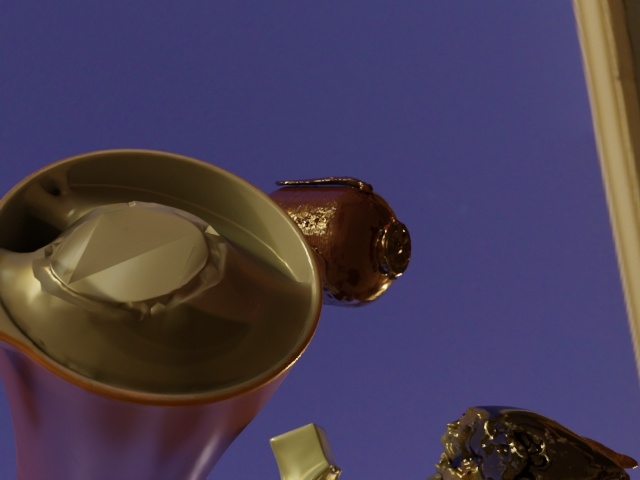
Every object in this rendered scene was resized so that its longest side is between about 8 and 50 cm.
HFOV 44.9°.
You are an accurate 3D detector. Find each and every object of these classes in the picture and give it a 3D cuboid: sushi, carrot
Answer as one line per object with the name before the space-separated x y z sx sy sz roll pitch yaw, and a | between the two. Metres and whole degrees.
sushi | 0.229 0.295 0.807 0.204 0.200 0.213 14 -63 -23
carrot | 0.418 0.326 1.213 0.165 0.035 0.035 17 -98 -1

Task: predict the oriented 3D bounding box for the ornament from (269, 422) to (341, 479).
ornament | 0.011 0.384 1.051 0.120 0.285 0.130 -35 -40 3

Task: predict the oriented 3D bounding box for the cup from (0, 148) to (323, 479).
cup | -0.134 0.085 0.474 0.226 0.264 0.182 -11 -128 -33

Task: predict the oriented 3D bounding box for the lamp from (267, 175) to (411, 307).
lamp | 0.000 0.000 1.070 0.180 0.258 0.180 -9 -79 -56
